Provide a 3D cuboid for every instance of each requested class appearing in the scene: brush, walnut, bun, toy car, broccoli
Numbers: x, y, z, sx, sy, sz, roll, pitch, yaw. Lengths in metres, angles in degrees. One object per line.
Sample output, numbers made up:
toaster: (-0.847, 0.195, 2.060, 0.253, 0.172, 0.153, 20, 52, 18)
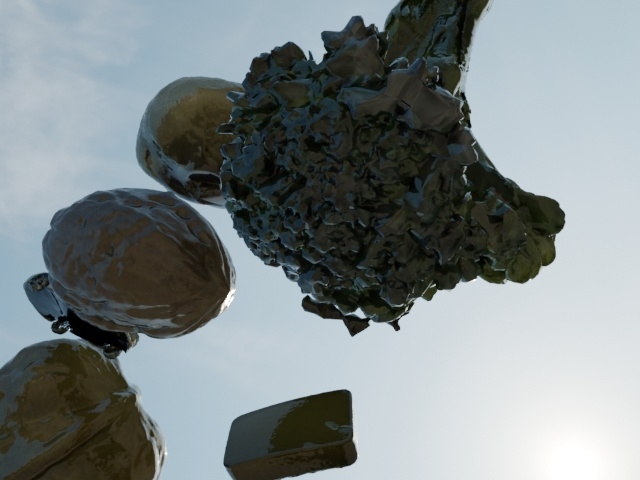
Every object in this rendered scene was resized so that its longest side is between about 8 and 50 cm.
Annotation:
brush: (-0.039, 0.293, 1.318, 0.197, 0.123, 0.059, -15, -63, 10)
walnut: (-0.382, 0.296, 1.316, 0.277, 0.282, 0.253, -34, -26, 9)
walnut: (-0.193, 0.028, 0.992, 0.178, 0.230, 0.178, -34, -49, -50)
bun: (-0.176, -0.154, 1.494, 0.273, 0.273, 0.168, 32, -133, -42)
toy car: (-0.329, 0.095, 1.220, 0.056, 0.205, 0.095, -45, -45, -33)
broccoli: (0.077, -0.069, 0.545, 0.275, 0.198, 0.177, -42, -22, -32)

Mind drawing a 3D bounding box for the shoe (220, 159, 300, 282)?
shoe: (0.000, 0.000, 0.909, 0.251, 0.103, 0.100, 30, -97, -10)
